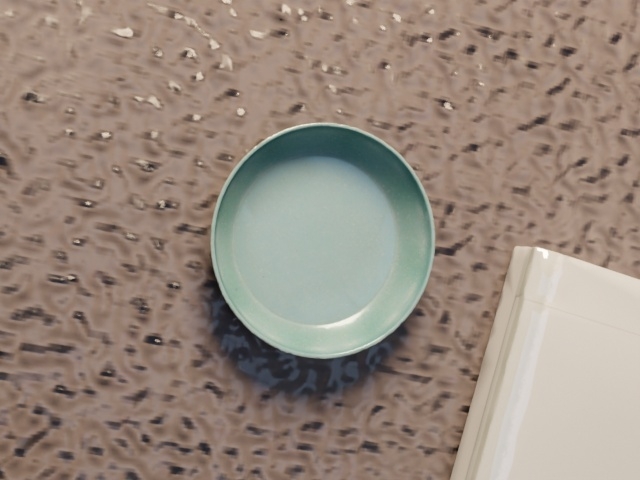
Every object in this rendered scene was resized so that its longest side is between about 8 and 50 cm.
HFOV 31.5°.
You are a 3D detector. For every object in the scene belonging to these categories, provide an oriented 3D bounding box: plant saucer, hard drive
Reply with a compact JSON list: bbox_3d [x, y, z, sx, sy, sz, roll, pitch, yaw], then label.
[{"bbox_3d":[0.000,0.000,0.581,0.119,0.021,0.119,0,91,-18],"label":"plant saucer"},{"bbox_3d":[0.159,0.179,0.624,0.203,0.040,0.308,17,85,-17],"label":"hard drive"}]
